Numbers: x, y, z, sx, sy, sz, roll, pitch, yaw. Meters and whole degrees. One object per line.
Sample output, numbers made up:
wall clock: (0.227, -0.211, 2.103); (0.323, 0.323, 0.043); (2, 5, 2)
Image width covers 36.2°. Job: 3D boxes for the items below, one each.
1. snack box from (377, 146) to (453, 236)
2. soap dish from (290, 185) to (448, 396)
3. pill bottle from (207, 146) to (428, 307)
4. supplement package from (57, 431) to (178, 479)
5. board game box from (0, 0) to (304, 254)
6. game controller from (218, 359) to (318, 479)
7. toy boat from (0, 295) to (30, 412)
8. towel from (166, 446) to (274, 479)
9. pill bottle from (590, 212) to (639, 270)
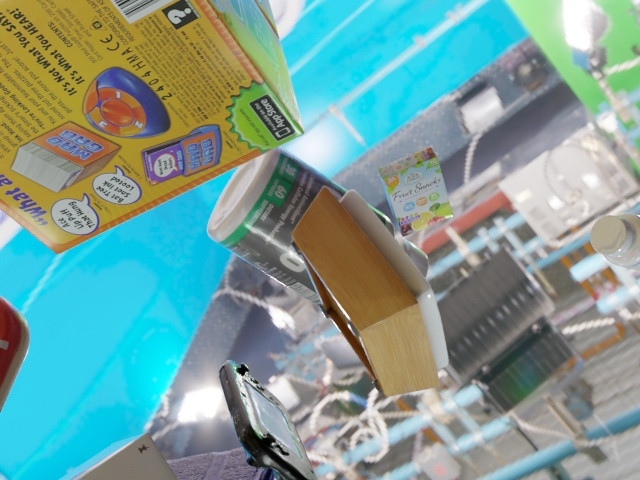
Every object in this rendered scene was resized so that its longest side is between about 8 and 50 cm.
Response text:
snack box: (0.165, -0.082, 1.691); (0.100, 0.141, 0.037); (-23, -140, -1)
soap dish: (0.071, 0.084, 1.401); (0.118, 0.291, 0.229); (-33, -121, -6)
pill bottle: (0.000, 0.000, 1.730); (0.204, 0.361, 0.204); (-50, -161, 24)
supplement package: (-0.324, 0.440, 1.510); (0.198, 0.199, 0.262); (-32, 179, -27)
board game box: (-0.280, -0.273, 1.158); (0.356, 0.356, 0.356); (-25, -130, 12)
game controller: (-0.092, 0.314, 1.679); (0.067, 0.166, 0.319); (-53, -158, 7)
toy boat: (-0.548, 0.176, 1.473); (0.151, 0.151, 0.231); (-9, -130, 32)
towel: (-0.256, 0.571, 2.260); (0.308, 0.076, 0.228); (-12, -162, 15)
pill bottle: (0.714, 0.003, 2.232); (0.124, 0.221, 0.124); (-13, -109, 45)
